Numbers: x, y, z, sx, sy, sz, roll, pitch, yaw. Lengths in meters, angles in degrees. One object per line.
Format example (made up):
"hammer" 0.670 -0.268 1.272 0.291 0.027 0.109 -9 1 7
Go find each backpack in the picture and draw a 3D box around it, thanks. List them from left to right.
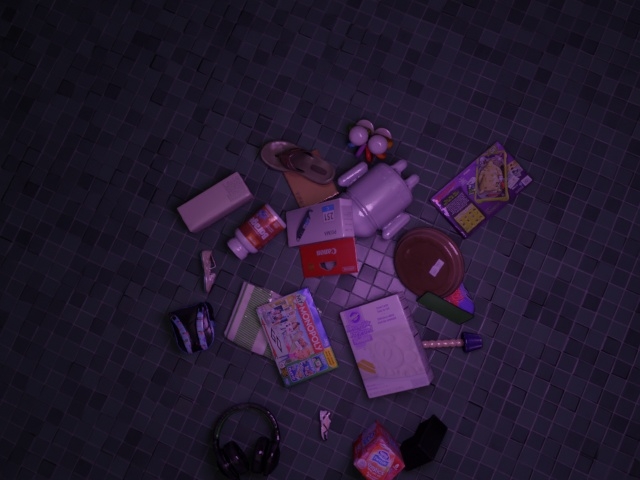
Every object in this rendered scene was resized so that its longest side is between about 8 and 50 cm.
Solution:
"backpack" -0.468 0.329 1.803 0.158 0.117 0.173 -18 84 0

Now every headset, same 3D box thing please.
"headset" -0.260 0.803 1.762 0.243 0.185 0.394 -8 69 -2

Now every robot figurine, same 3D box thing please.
"robot figurine" 0.197 -0.149 1.780 0.353 0.200 0.300 -40 84 -2

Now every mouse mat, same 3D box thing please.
"mouse mat" 0.454 0.249 1.759 0.189 0.152 0.007 29 68 5

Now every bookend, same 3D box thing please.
"bookend" 0.363 0.736 1.743 0.072 0.156 0.157 44 132 5

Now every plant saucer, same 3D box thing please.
"plant saucer" 0.384 0.088 1.746 0.278 0.041 0.278 13 112 34

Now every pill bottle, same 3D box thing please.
"pill bottle" -0.246 -0.029 1.826 0.216 0.121 0.121 -41 84 -2

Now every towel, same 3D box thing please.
"towel" -0.184 0.322 1.835 0.324 0.038 0.248 21 87 2

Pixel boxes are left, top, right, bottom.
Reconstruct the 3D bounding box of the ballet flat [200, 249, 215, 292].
"ballet flat" -0.430 0.118 1.854 0.052 0.057 0.168 -7 84 -8

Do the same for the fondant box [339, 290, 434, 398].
"fondant box" 0.238 0.378 1.739 0.238 0.096 0.330 -22 82 24

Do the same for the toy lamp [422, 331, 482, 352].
"toy lamp" 0.459 0.381 1.782 0.274 0.080 0.080 -2 84 3

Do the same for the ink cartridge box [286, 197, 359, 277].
"ink cartridge box" 0.000 0.000 1.747 0.296 0.066 0.261 -11 83 46

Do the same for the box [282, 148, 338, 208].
"box" -0.042 -0.237 1.888 0.164 0.021 0.201 -26 84 0

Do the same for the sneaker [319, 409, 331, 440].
"sneaker" 0.021 0.689 1.787 0.043 0.040 0.109 -4 85 0

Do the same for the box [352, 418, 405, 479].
"box" 0.198 0.739 1.666 0.128 0.257 0.122 -43 83 -2

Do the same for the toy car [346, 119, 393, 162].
"toy car" 0.181 -0.372 1.845 0.182 0.159 0.136 26 123 4

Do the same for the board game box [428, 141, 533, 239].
"board game box" 0.616 -0.192 1.846 0.347 0.056 0.208 -40 88 -2

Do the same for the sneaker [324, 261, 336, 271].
"sneaker" 0.043 0.046 1.838 0.053 0.061 0.152 5 86 1

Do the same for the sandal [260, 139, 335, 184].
"sandal" -0.083 -0.309 1.841 0.302 0.086 0.120 20 86 4

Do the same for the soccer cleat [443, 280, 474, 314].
"soccer cleat" 0.475 0.149 1.782 0.108 0.116 0.318 -28 84 -2

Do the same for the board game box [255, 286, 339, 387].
"board game box" -0.087 0.358 1.789 0.213 0.046 0.317 -22 87 1

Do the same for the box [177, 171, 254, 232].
"box" -0.402 -0.144 1.857 0.275 0.094 0.113 -30 84 0
